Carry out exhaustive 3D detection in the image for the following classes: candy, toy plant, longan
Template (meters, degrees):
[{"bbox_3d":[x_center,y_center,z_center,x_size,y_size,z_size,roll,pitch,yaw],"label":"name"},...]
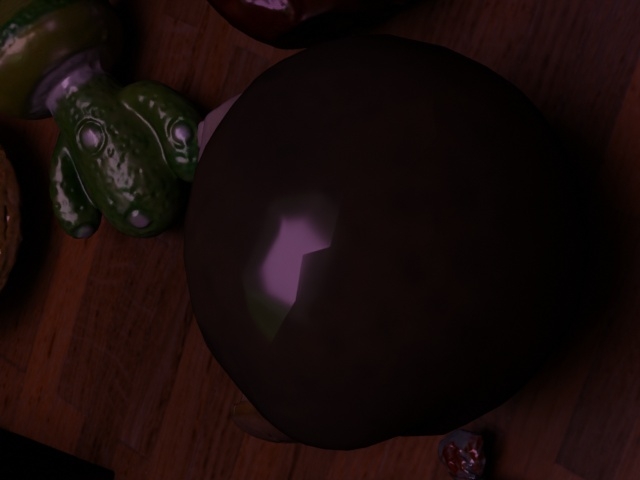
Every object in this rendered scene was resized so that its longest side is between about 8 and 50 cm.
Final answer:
[{"bbox_3d":[0.172,0.324,1.505,0.086,0.059,0.292,-20,77,34],"label":"candy"},{"bbox_3d":[-0.267,-0.140,1.822,0.224,0.184,0.316,-42,73,20],"label":"toy plant"},{"bbox_3d":[0.062,0.002,1.386,0.336,0.404,0.404,-2,88,32],"label":"longan"}]

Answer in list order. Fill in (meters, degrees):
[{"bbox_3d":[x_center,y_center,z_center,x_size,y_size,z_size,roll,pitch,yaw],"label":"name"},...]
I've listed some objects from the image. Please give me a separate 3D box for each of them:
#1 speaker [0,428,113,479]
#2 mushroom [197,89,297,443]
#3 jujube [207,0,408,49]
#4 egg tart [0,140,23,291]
[{"bbox_3d":[-0.426,0.340,1.891,0.254,0.232,0.184,12,95,39],"label":"speaker"},{"bbox_3d":[-0.050,0.006,1.614,0.137,0.154,0.407,119,151,-74],"label":"mushroom"},{"bbox_3d":[-0.036,-0.389,1.582,0.276,0.276,0.376,-23,86,37],"label":"jujube"},{"bbox_3d":[-0.508,-0.023,2.017,0.345,0.132,0.345,-2,87,27],"label":"egg tart"}]
